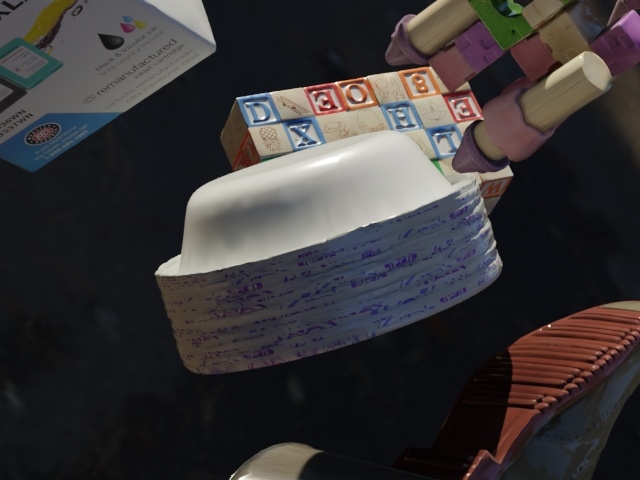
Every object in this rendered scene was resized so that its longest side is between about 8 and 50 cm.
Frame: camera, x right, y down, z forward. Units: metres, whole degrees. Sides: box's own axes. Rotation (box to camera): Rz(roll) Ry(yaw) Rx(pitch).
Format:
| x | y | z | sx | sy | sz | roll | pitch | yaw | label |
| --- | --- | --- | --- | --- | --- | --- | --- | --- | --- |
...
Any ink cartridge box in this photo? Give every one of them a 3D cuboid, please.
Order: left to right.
| x | y | z | sx | sy | sz | roll | pitch | yaw | label |
| --- | --- | --- | --- | --- | --- | --- | --- | --- | --- |
| -0.253 | -0.214 | 1.477 | 0.270 | 0.198 | 0.197 | 26 | 37 | -55 | ink cartridge box |

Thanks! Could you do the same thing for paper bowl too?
| x | y | z | sx | sy | sz | roll | pitch | yaw | label |
| --- | --- | --- | --- | --- | --- | --- | --- | --- | --- |
| 0.000 | 0.000 | 1.650 | 0.284 | 0.284 | 0.148 | -27 | 102 | -64 | paper bowl |

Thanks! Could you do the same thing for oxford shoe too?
| x | y | z | sx | sy | sz | roll | pitch | yaw | label |
| --- | --- | --- | --- | --- | --- | --- | --- | --- | --- |
| 0.172 | 0.177 | 1.606 | 0.348 | 0.123 | 0.130 | -39 | 113 | -28 | oxford shoe |

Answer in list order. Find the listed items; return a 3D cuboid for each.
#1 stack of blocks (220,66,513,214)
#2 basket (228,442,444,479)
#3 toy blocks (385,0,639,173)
| x | y | z | sx | sy | sz | roll | pitch | yaw | label |
| --- | --- | --- | --- | --- | --- | --- | --- | --- | --- |
| 0.053 | -0.096 | 2.292 | 0.297 | 0.087 | 0.171 | -11 | 62 | -24 | stack of blocks |
| 0.064 | 0.226 | 1.291 | 0.204 | 0.227 | 0.154 | 1 | 94 | -60 | basket |
| 0.169 | -0.228 | 1.939 | 0.288 | 0.260 | 0.309 | 54 | 40 | -1 | toy blocks |
